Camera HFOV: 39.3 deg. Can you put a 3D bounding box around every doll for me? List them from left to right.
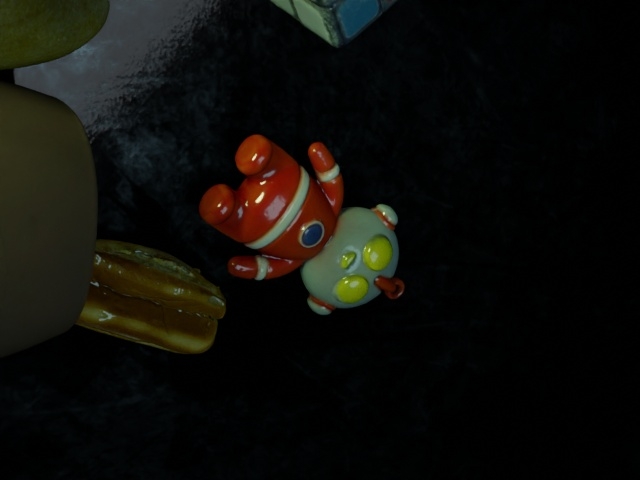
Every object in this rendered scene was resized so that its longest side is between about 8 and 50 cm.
[{"bbox_3d":[0.000,0.000,1.160,0.336,0.105,0.199,36,91,-37],"label":"doll"}]

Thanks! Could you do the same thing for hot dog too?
[{"bbox_3d":[-0.228,0.059,1.067,0.269,0.072,0.115,26,98,-36],"label":"hot dog"}]

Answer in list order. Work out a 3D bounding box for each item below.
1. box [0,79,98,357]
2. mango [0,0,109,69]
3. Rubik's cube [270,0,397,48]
[{"bbox_3d":[-0.352,-0.018,0.835,0.216,0.301,0.301,-1,113,-39],"label":"box"},{"bbox_3d":[-0.341,-0.274,0.757,0.384,0.199,0.221,27,70,-52],"label":"mango"},{"bbox_3d":[-0.001,-0.408,0.805,0.292,0.287,0.293,-43,148,-7],"label":"Rubik's cube"}]
